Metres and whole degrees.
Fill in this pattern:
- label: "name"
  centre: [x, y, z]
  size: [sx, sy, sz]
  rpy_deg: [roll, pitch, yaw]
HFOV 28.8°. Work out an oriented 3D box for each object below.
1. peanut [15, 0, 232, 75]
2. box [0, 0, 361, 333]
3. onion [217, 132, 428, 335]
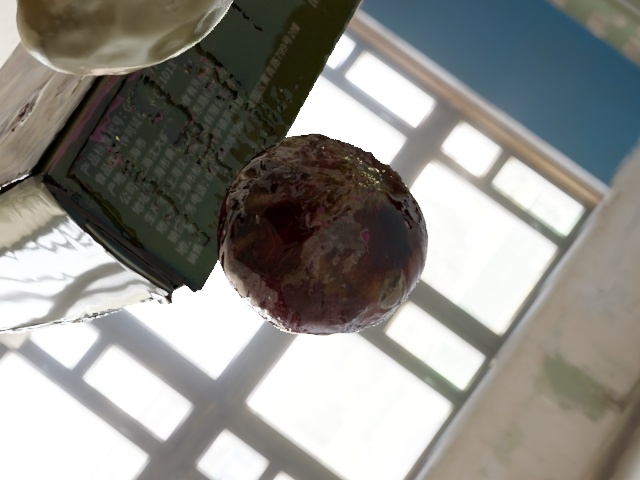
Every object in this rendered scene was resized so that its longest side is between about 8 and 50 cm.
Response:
- label: "peanut"
  centre: [-0.059, -0.188, 0.467]
  size: [0.123, 0.124, 0.256]
  rpy_deg: [-43, -37, -73]
- label: "box"
  centre: [-0.148, -0.133, 1.009]
  size: [0.373, 0.138, 0.420]
  rpy_deg: [-12, 43, 53]
- label: "onion"
  centre: [0.000, 0.000, 0.624]
  size: [0.107, 0.107, 0.097]
  rpy_deg: [-52, -18, -29]
